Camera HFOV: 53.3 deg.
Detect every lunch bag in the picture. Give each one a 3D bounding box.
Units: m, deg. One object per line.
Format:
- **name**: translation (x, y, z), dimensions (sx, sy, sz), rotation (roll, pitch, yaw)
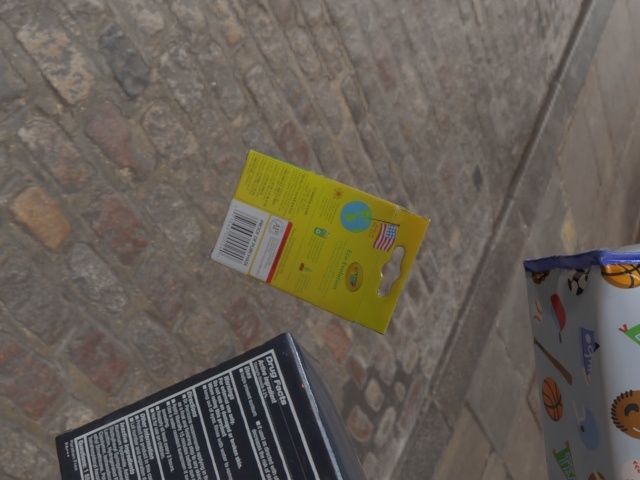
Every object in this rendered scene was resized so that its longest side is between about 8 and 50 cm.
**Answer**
- **lunch bag**: translation (0.461, 0.151, 0.703), dimensions (0.239, 0.386, 0.327), rotation (151, -65, -84)

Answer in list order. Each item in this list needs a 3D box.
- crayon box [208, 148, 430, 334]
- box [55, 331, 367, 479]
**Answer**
- **crayon box**: translation (0.000, 0.000, 1.047), dimensions (0.202, 0.319, 0.081), rotation (-68, 165, 6)
- **box**: translation (-0.095, 0.309, 0.716), dimensions (0.182, 0.294, 0.296), rotation (57, 9, -63)
